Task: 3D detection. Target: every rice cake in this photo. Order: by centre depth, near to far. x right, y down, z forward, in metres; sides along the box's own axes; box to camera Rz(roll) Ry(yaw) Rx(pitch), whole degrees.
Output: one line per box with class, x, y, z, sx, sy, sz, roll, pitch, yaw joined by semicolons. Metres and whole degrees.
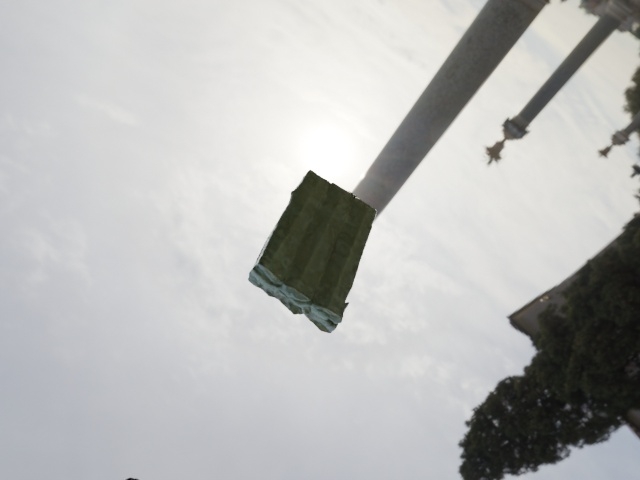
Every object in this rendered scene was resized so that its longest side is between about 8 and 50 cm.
rice cake;0.000;0.000;0.647;0.124;0.038;0.211;33;-138;-2

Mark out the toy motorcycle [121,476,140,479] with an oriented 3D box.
toy motorcycle;-0.134;0.330;0.429;0.089;0.298;0.171;-7;-149;-27
